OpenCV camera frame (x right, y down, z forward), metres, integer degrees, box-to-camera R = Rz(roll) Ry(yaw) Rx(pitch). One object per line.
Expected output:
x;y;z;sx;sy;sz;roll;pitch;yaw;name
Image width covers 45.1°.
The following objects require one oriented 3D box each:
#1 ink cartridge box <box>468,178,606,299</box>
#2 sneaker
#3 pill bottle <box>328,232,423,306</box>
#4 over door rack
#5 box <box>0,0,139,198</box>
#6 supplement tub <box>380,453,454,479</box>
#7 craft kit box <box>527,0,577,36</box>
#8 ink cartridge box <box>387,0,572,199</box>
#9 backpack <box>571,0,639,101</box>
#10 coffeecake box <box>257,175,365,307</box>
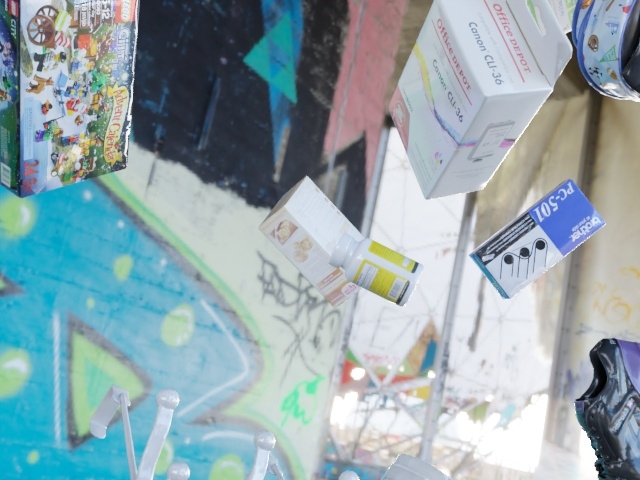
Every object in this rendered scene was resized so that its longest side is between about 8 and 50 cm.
0.359;-0.002;1.281;0.097;0.207;0.046;53;-5;3;ink cartridge box
0.419;0.283;1.121;0.124;0.283;0.107;15;-15;-4;sneaker
0.073;0.036;1.028;0.116;0.065;0.065;27;-11;4;pill bottle
-0.094;0.234;0.797;0.240;0.108;0.324;31;-9;-22;over door rack
-0.292;-0.178;0.898;0.044;0.233;0.159;29;33;27;box
0.058;0.220;0.565;0.071;0.107;0.071;31;-22;14;supplement tub
0.462;-0.476;1.445;0.247;0.060;0.250;-35;-24;11;craft kit box
0.130;-0.137;0.674;0.067;0.115;0.198;-10;-26;-18;ink cartridge box
0.559;-0.371;1.324;0.277;0.263;0.213;20;0;-27;backpack
0.000;0.000;1.299;0.068;0.142;0.185;-39;-80;27;coffeecake box
